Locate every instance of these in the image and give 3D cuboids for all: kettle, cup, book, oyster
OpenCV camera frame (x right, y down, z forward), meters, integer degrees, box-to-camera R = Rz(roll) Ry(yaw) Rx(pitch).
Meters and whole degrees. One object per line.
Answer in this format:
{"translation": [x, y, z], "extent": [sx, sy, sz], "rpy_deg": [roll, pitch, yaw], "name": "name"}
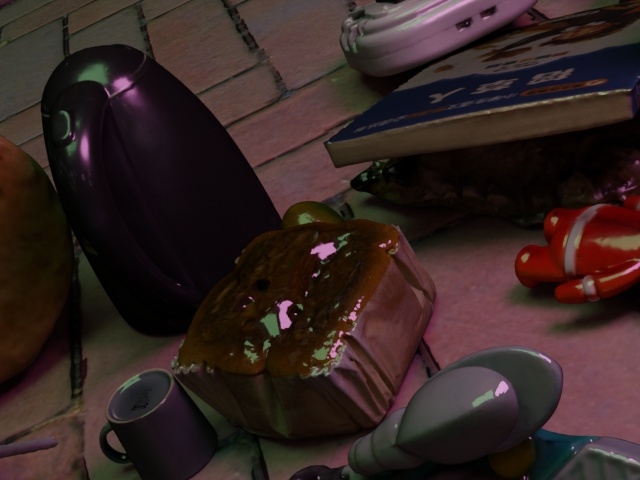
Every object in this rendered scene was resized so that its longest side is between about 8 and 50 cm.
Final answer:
{"translation": [-0.182, -0.055, 1.104], "extent": [0.208, 0.290, 0.268], "rpy_deg": [-18, 32, 13], "name": "kettle"}
{"translation": [-0.153, 0.166, 0.945], "extent": [0.100, 0.077, 0.078], "rpy_deg": [-19, 31, 14], "name": "cup"}
{"translation": [0.224, -0.178, 1.122], "extent": [0.300, 0.039, 0.428], "rpy_deg": [-7, 19, 30], "name": "book"}
{"translation": [0.173, -0.070, 1.077], "extent": [0.345, 0.078, 0.128], "rpy_deg": [3, 49, 36], "name": "oyster"}

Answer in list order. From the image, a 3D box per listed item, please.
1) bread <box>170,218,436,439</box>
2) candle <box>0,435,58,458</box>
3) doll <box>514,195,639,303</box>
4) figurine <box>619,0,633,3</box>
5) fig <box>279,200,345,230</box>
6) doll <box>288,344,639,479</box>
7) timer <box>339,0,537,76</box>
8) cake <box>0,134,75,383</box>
{"translation": [-0.013, 0.071, 0.953], "extent": [0.192, 0.109, 0.210], "rpy_deg": [-4, 37, 36], "name": "bread"}
{"translation": [-0.442, 0.211, 0.961], "extent": [0.343, 0.221, 0.221], "rpy_deg": [-13, 33, 22], "name": "candle"}
{"translation": [0.276, 0.005, 0.869], "extent": [0.245, 0.076, 0.142], "rpy_deg": [1, 41, 45], "name": "doll"}
{"translation": [0.474, -0.464, 1.325], "extent": [0.306, 0.241, 0.411], "rpy_deg": [-1, 48, 51], "name": "figurine"}
{"translation": [0.000, 0.000, 1.094], "extent": [0.088, 0.074, 0.074], "rpy_deg": [22, 53, 30], "name": "fig"}
{"translation": [0.093, 0.190, 0.680], "extent": [0.258, 0.195, 0.153], "rpy_deg": [-40, -15, 30], "name": "doll"}
{"translation": [0.145, -0.294, 1.376], "extent": [0.237, 0.087, 0.262], "rpy_deg": [-25, 15, -4], "name": "timer"}
{"translation": [-0.466, 0.004, 1.214], "extent": [0.332, 0.332, 0.321], "rpy_deg": [-37, 24, -18], "name": "cake"}
